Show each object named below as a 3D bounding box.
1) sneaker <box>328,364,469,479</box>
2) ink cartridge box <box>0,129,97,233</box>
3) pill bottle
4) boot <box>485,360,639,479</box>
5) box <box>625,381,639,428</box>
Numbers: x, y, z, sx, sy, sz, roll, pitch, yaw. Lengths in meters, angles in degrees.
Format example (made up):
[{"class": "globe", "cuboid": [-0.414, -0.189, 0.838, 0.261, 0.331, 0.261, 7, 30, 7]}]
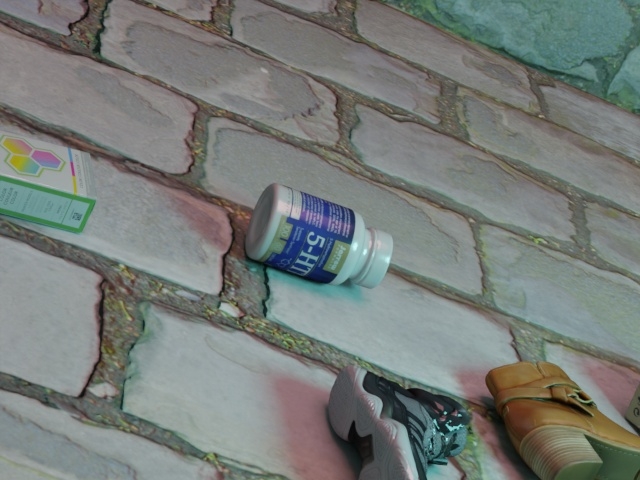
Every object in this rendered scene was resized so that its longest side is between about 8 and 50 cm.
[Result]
[{"class": "sneaker", "cuboid": [0.115, 0.249, 1.771, 0.153, 0.101, 0.268, 10, 29, -26]}, {"class": "ink cartridge box", "cuboid": [-0.397, -0.085, 1.922, 0.209, 0.062, 0.109, 15, 31, -24]}, {"class": "pill bottle", "cuboid": [0.000, 0.000, 2.087, 0.187, 0.112, 0.112, 19, 29, -17]}, {"class": "boot", "cuboid": [0.365, 0.259, 2.011, 0.283, 0.109, 0.220, 5, 31, -26]}, {"class": "box", "cuboid": [0.591, 0.278, 2.083, 0.148, 0.121, 0.311, 5, 24, -37]}]
